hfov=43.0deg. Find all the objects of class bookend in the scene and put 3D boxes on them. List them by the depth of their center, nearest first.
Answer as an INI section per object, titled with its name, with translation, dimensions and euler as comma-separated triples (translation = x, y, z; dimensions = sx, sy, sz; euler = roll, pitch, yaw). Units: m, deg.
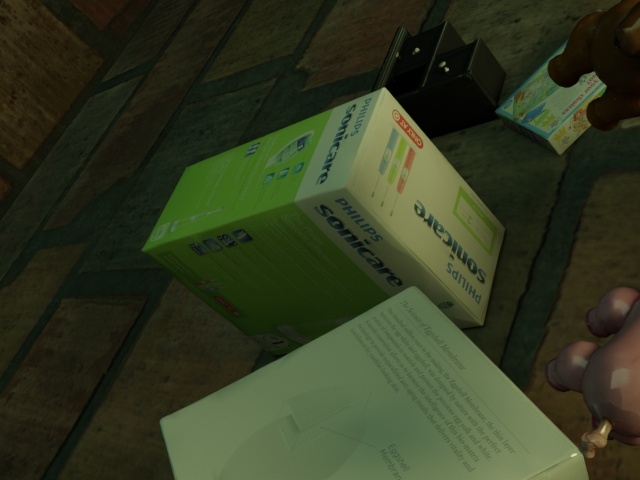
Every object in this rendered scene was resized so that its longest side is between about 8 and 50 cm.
[bookend]
translation = 0.152, -0.206, 0.979
dimensions = 0.157, 0.072, 0.156
euler = -11, 45, 44

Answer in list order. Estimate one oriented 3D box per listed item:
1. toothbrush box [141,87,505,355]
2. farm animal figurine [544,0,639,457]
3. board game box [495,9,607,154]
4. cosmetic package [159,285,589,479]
[toothbrush box]
translation = 0.000, 0.000, 0.799
dimensions = 0.283, 0.206, 0.122
euler = -14, 43, 43
[farm animal figurine]
translation = 0.267, -0.003, 0.361
dimensions = 0.172, 0.327, 0.330
euler = 135, 127, -63
[board game box]
translation = 0.266, -0.165, 0.835
dimensions = 0.154, 0.026, 0.103
euler = -44, 31, 4
[cosmetic package]
translation = 0.035, 0.176, 0.556
dimensions = 0.225, 0.138, 0.224
euler = -28, 28, -6
